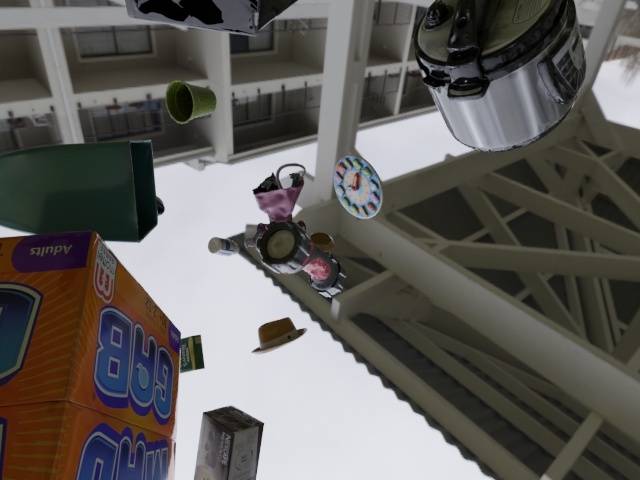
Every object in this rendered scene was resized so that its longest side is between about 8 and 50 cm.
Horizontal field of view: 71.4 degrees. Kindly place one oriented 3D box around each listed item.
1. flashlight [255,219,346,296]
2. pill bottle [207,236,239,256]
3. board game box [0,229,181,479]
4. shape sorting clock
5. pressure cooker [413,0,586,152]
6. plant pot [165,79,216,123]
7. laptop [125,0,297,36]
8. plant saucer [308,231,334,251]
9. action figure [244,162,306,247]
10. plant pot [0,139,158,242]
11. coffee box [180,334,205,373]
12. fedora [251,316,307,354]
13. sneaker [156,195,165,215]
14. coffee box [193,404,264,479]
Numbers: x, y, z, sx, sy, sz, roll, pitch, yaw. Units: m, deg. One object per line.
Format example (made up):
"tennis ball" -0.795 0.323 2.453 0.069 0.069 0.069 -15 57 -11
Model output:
"flashlight" -0.026 0.055 0.972 0.103 0.304 0.103 -35 -120 5
"pill bottle" -0.371 0.026 1.718 0.067 0.067 0.120 28 -174 30
"board game box" -0.397 0.239 0.529 0.356 0.356 0.356 -5 -119 -3
"shape sorting clock" 0.112 -0.164 1.385 0.040 0.206 0.206 -24 -137 -33
"pressure cooker" 0.440 -0.477 1.141 0.375 0.420 0.370 -33 -134 13
"plant pot" -0.257 -0.285 0.911 0.083 0.083 0.079 25 -151 26
"laptop" -0.162 -0.629 0.837 0.407 0.382 0.236 2 -120 -11
"plant saucer" 0.000 0.000 1.298 0.083 0.015 0.083 6 -141 -5
"action figure" -0.182 -0.108 1.879 0.248 0.370 0.276 3 -142 3
"plant pot" -0.423 -0.089 0.772 0.234 0.166 0.165 -2 -166 -8
"coffee box" -0.456 0.378 1.456 0.184 0.113 0.040 -18 163 33
"fedora" -0.138 0.291 1.406 0.194 0.079 0.194 -21 177 -1
"sneaker" -0.405 -0.087 0.919 0.178 0.072 0.077 7 -176 -34
"coffee box" -0.284 0.681 1.350 0.168 0.297 0.118 8 180 42
